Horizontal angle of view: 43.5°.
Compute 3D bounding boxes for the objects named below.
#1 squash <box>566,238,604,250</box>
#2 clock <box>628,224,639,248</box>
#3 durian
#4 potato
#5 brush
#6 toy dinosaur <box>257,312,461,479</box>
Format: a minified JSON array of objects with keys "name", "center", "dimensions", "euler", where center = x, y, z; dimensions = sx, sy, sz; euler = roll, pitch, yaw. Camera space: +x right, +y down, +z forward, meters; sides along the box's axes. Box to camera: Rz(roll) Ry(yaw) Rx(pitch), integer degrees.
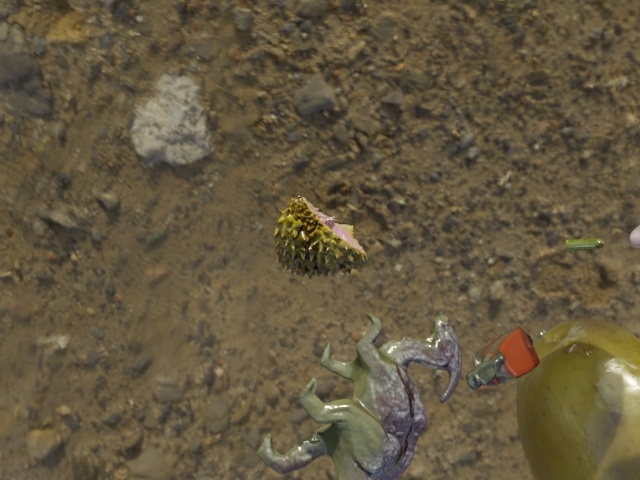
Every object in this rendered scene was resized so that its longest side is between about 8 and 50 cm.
[{"name":"squash","center":[0.609,0.010,1.843],"dimensions":[0.027,0.083,0.027],"euler":[7,82,-59]},{"name":"clock","center":[0.801,-0.040,1.500],"dimensions":[0.368,0.377,0.250],"euler":[-24,108,-19]},{"name":"durian","center":[-0.001,0.001,1.462],"dimensions":[0.165,0.182,0.132],"euler":[-5,73,-2]},{"name":"potato","center":[0.565,0.300,1.561],"dimensions":[0.386,0.442,0.319],"euler":[-18,83,-3]},{"name":"brush","center":[0.288,0.185,1.241],"dimensions":[0.323,0.051,0.070],"euler":[-10,76,-62]},{"name":"toy dinosaur","center":[0.053,0.200,0.944],"dimensions":[0.162,0.077,0.294],"euler":[34,87,-3]}]
